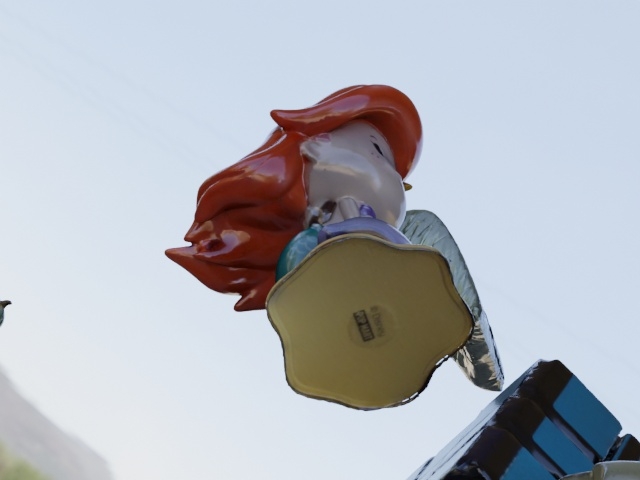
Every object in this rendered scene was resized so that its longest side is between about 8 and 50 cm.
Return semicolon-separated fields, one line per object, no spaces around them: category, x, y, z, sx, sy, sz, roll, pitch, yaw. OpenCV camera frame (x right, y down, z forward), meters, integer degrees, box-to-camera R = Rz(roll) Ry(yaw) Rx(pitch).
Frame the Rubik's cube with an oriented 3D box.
Rubik's cube;0.182;0.326;1.511;0.288;0.293;0.283;48;26;5

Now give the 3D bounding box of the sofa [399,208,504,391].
sofa;0.080;0.100;1.923;0.210;0.225;0.176;68;2;-58

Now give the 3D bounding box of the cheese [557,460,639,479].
cheese;0.243;0.202;1.179;0.163;0.082;0.286;22;-34;-31

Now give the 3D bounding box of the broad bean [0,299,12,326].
broad bean;-0.333;0.008;1.195;0.256;0.052;0.053;23;26;14

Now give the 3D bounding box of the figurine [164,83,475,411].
figurine;0.000;-0.008;1.294;0.181;0.208;0.257;26;26;-26
